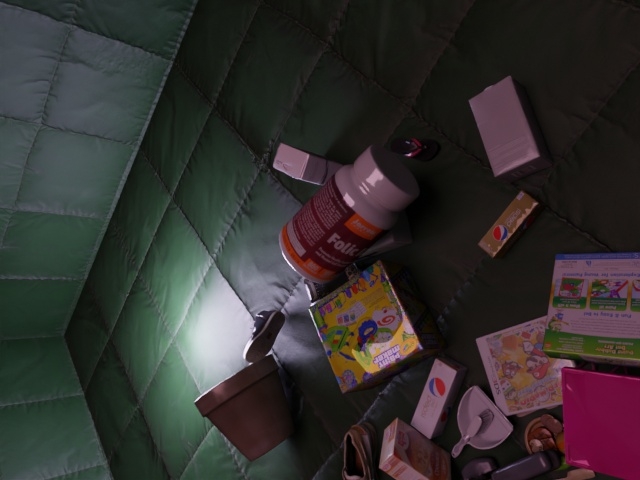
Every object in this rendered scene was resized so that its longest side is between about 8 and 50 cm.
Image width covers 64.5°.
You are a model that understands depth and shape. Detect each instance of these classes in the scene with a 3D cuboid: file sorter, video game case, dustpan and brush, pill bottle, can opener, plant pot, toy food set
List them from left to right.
[{"bbox_3d":[-0.240,0.612,1.824,0.323,0.323,0.280,-41,77,33],"label":"plant pot"},{"bbox_3d":[0.079,-0.071,1.446,0.392,0.224,0.224,-44,58,31],"label":"pill bottle"},{"bbox_3d":[0.404,0.509,1.348,0.147,0.060,0.211,50,141,40],"label":"dustpan and brush"},{"bbox_3d":[0.456,0.566,1.268,0.283,0.076,0.095,-50,46,38],"label":"can opener"},{"bbox_3d":[0.520,0.314,1.271,0.227,0.026,0.206,-31,61,38],"label":"video game case"},{"bbox_3d":[0.554,0.489,1.225,0.132,0.038,0.192,-39,61,34],"label":"toy food set"},{"bbox_3d":[0.671,0.358,1.021,0.290,0.182,0.202,-3,90,45],"label":"file sorter"}]

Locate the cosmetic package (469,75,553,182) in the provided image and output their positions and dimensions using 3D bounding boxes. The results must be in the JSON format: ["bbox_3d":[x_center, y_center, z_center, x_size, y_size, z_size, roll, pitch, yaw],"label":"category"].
[{"bbox_3d":[0.491,-0.285,1.316,0.127,0.107,0.238,-24,67,40],"label":"cosmetic package"}]

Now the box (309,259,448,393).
[{"bbox_3d":[0.163,0.257,1.499,0.290,0.177,0.279,-36,62,26],"label":"box"}]

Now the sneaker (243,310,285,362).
[{"bbox_3d":[-0.230,0.361,1.914,0.118,0.083,0.222,-4,42,51],"label":"sneaker"}]

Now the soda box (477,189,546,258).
[{"bbox_3d":[0.494,-0.038,1.314,0.058,0.061,0.181,50,119,34],"label":"soda box"}]

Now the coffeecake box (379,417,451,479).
[{"bbox_3d":[0.258,0.594,1.370,0.185,0.142,0.068,35,116,-2],"label":"coffeecake box"}]

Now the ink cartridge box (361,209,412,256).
[{"bbox_3d":[0.135,-0.049,1.622,0.272,0.114,0.197,-22,72,39],"label":"ink cartridge box"}]

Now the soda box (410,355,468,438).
[{"bbox_3d":[0.332,0.438,1.422,0.074,0.069,0.216,28,105,41],"label":"soda box"}]

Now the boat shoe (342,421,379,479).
[{"bbox_3d":[0.117,0.729,1.575,0.113,0.103,0.303,-12,78,43],"label":"boat shoe"}]

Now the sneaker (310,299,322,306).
[{"bbox_3d":[0.031,0.235,1.735,0.166,0.065,0.076,-24,75,42],"label":"sneaker"}]

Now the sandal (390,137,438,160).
[{"bbox_3d":[0.279,-0.283,1.557,0.179,0.040,0.067,17,98,43],"label":"sandal"}]

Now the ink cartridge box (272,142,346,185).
[{"bbox_3d":[-0.028,-0.249,1.724,0.158,0.217,0.092,29,106,41],"label":"ink cartridge box"}]

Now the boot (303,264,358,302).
[{"bbox_3d":[0.038,0.143,1.710,0.178,0.236,0.085,-20,88,-3],"label":"boot"}]

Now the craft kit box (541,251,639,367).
[{"bbox_3d":[0.633,0.145,1.107,0.249,0.061,0.247,-3,57,44],"label":"craft kit box"}]
